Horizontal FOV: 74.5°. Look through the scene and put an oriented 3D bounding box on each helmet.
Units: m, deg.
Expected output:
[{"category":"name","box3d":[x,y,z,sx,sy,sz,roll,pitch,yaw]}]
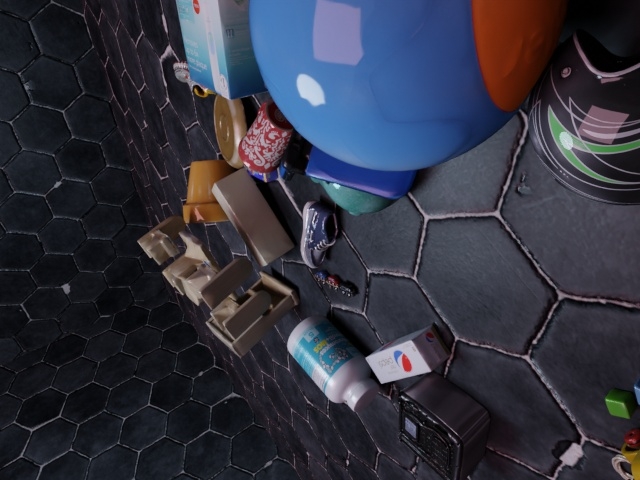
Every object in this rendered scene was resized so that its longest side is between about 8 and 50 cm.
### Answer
[{"category":"helmet","box3d":[0.285,-0.117,0.396,0.161,0.169,0.169,2,115,39]}]

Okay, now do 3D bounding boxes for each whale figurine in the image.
[{"category":"whale figurine","box3d":[0.036,-0.141,0.793,0.272,0.141,0.216,20,129,51]}]

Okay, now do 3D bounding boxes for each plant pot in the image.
[{"category":"plant pot","box3d":[-0.341,-0.159,1.347,0.205,0.205,0.188,6,102,56]},{"category":"plant pot","box3d":[-0.261,-0.320,1.190,0.236,0.032,0.236,35,130,55]}]

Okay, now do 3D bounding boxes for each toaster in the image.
[{"category":"toaster","box3d":[0.250,0.388,0.889,0.168,0.110,0.186,29,135,45]}]

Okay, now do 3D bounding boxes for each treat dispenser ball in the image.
[{"category":"treat dispenser ball","box3d":[0.075,-0.213,0.408,0.288,0.288,0.288,38,141,38]}]

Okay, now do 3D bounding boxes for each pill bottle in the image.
[{"category":"pill bottle","box3d":[0.038,0.337,1.154,0.264,0.146,0.146,40,142,35]}]

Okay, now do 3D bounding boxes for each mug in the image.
[{"category":"mug","box3d":[-0.126,-0.263,0.993,0.150,0.113,0.169,59,147,5]}]

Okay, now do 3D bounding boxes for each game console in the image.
[{"category":"game console","box3d":[0.064,-0.216,0.649,0.250,0.173,0.293,-161,91,-83]}]

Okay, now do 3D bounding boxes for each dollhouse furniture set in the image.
[{"category":"dollhouse furniture set","box3d":[-0.260,0.112,1.236,0.362,0.256,0.394,25,148,41]}]

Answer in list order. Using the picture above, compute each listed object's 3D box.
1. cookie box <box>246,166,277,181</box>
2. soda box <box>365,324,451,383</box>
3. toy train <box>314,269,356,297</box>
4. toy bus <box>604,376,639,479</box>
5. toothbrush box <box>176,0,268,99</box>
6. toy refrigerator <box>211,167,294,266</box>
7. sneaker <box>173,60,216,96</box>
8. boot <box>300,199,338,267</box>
[{"category":"cookie box","box3d":[-0.167,-0.220,1.158,0.107,0.040,0.092,30,135,45]},{"category":"soda box","box3d":[0.188,0.257,0.931,0.074,0.069,0.216,58,151,11]},{"category":"toy train","box3d":[0.036,0.110,1.102,0.158,0.027,0.036,20,125,51]},{"category":"toy bus","box3d":[0.444,0.295,0.516,0.191,0.104,0.202,14,123,54]},{"category":"toothbrush box","box3d":[-0.220,-0.498,0.944,0.216,0.126,0.296,37,140,39]},{"category":"toy refrigerator","box3d":[-0.198,-0.063,1.225,0.269,0.102,0.094,57,158,-3]},{"category":"sneaker","box3d":[-0.361,-0.465,1.211,0.225,0.088,0.093,27,116,48]},{"category":"boot","box3d":[0.000,0.000,1.030,0.086,0.069,0.190,35,138,45]}]
